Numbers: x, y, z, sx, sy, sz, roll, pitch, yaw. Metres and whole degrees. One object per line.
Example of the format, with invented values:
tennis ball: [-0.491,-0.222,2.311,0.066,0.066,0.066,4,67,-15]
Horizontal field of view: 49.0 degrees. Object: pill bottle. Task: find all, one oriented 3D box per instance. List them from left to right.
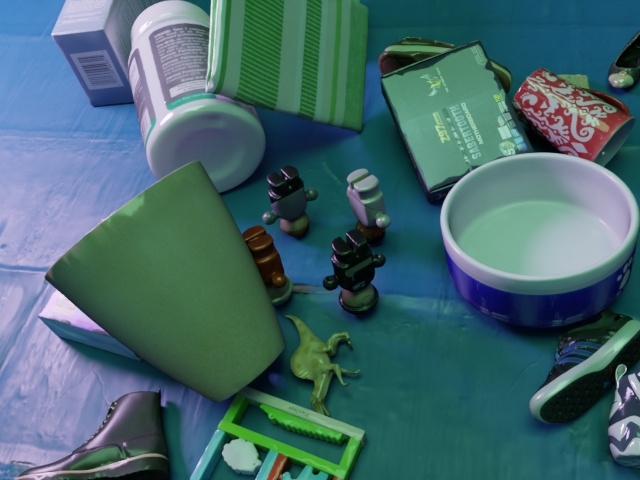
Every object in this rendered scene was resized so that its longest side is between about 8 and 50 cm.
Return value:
pill bottle: [-0.238,-0.272,1.282,0.204,0.204,0.361,-19,52,-4]

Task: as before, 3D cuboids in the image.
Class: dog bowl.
dog bowl: [0.311,-0.006,1.010,0.265,0.104,0.264,-9,43,9]

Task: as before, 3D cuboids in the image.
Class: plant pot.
plant pot: [-0.182,0.077,0.962,0.256,0.256,0.274,-40,96,-19]

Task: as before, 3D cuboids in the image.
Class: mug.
mug: [0.415,-0.200,1.157,0.169,0.113,0.150,41,30,24]

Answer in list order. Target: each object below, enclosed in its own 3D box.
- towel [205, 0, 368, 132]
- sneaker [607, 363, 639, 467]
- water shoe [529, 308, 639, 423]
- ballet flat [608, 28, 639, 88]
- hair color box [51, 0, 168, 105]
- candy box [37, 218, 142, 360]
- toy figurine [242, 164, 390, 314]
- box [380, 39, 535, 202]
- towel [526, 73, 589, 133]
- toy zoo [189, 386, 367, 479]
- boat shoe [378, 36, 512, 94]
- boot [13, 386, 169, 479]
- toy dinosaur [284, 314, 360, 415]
towel: [-0.046,-0.333,1.198,0.038,0.325,0.247,1,86,49]
sneaker: [0.471,0.196,0.853,0.235,0.094,0.152,-5,60,19]
water shoe: [0.341,0.167,0.930,0.203,0.072,0.080,-30,32,-18]
ballet flat: [0.567,-0.337,1.275,0.058,0.049,0.173,22,60,26]
hair color box: [-0.433,-0.484,1.495,0.114,0.185,0.374,-4,52,9]
candy box: [-0.317,0.074,1.116,0.165,0.070,0.196,12,57,20]
toy figurine: [0.000,0.000,1.073,0.213,0.148,0.209,1,47,14]
box: [0.224,-0.200,1.175,0.184,0.059,0.232,-20,72,3]
towel: [0.424,-0.244,1.245,0.110,0.027,0.148,0,52,10]
toy zoo: [-0.085,0.343,0.888,0.193,0.030,0.293,15,57,21]
boat shoe: [0.241,-0.334,1.311,0.258,0.095,0.095,21,51,23]
boot: [-0.308,0.279,0.963,0.198,0.076,0.137,-5,46,-9]
toy dinosaur: [-0.001,0.158,1.001,0.093,0.053,0.183,-18,52,-1]
